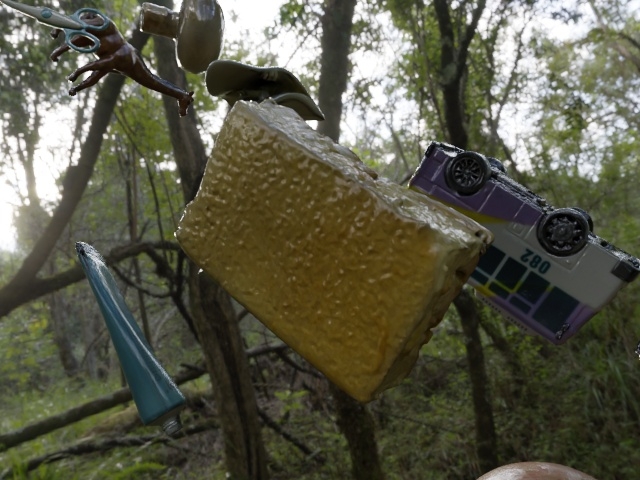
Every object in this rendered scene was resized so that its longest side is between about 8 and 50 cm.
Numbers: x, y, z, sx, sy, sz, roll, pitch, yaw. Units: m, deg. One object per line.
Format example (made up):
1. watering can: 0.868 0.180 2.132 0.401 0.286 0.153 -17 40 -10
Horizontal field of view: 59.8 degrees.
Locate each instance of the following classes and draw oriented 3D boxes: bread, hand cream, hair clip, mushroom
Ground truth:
1. bread: 0.000 0.000 0.550 0.114 0.274 0.185 -10 -48 -60
2. hand cream: -0.206 0.105 0.602 0.048 0.224 0.083 -29 -16 -9
3. hair clip: -0.128 -0.283 1.136 0.172 0.113 0.282 -17 -2 22
4. mushroom: -0.332 -0.515 1.394 0.209 0.206 0.206 -21 -14 -10

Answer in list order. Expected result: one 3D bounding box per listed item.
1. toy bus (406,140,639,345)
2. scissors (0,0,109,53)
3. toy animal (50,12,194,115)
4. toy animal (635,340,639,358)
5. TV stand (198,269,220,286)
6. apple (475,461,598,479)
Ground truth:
1. toy bus: 0.376 0.004 1.116 0.209 0.440 0.249 -8 -49 -61
2. scissors: -0.306 -0.252 0.632 0.119 0.058 0.014 16 -15 -9
3. toy animal: -0.361 -0.316 1.039 0.066 0.224 0.229 2 28 46
4. toy animal: 0.506 0.153 0.681 0.218 0.179 0.116 -41 -20 -32
5. TV stand: -0.145 -0.031 1.153 0.088 0.270 0.082 33 -30 -20
6. apple: 0.281 0.455 0.706 0.344 0.345 0.269 -26 -48 31
